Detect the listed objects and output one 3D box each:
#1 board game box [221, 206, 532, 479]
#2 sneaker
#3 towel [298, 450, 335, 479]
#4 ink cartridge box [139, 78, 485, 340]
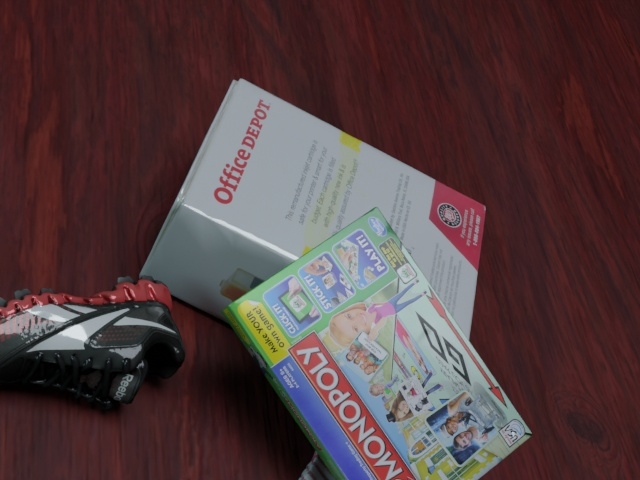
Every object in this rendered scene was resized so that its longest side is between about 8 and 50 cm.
[{"bbox_3d":[0.065,0.150,1.311,0.213,0.046,0.317,-34,88,-21],"label":"board game box"},{"bbox_3d":[-0.260,0.119,1.248,0.276,0.098,0.135,-8,53,-41],"label":"sneaker"},{"bbox_3d":[0.024,0.323,1.290,0.144,0.029,0.197,35,39,0],"label":"towel"},{"bbox_3d":[0.000,0.000,1.495,0.384,0.160,0.279,28,41,-9],"label":"ink cartridge box"}]
